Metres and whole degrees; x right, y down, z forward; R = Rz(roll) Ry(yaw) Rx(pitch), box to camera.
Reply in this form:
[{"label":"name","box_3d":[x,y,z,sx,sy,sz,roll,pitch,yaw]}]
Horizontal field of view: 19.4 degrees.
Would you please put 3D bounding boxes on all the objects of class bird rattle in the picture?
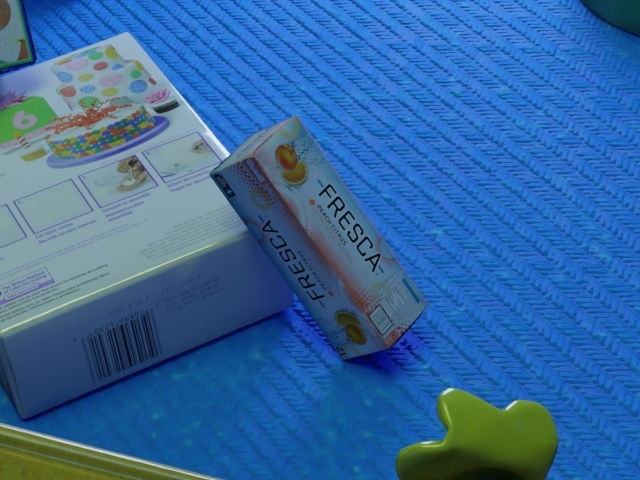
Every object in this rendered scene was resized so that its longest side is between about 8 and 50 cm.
[{"label":"bird rattle","box_3d":[0.140,0.227,1.191,0.253,0.143,0.207,37,68,26]}]

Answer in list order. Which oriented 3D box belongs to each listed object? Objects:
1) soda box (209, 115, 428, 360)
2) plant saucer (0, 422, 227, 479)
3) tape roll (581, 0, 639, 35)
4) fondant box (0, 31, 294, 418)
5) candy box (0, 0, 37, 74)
[{"label":"soda box","box_3d":[0.000,0.000,1.408,0.063,0.183,0.058,-18,21,51]},{"label":"plant saucer","box_3d":[-0.144,0.240,1.136,0.333,0.081,0.333,15,40,-5]},{"label":"tape roll","box_3d":[0.393,-0.301,1.785,0.321,0.077,0.321,-5,39,4]},{"label":"fondant box","box_3d":[-0.199,-0.025,1.543,0.238,0.096,0.330,-22,42,-16]},{"label":"candy box","box_3d":[-0.448,-0.153,1.580,0.317,0.122,0.268,-22,10,-42]}]
